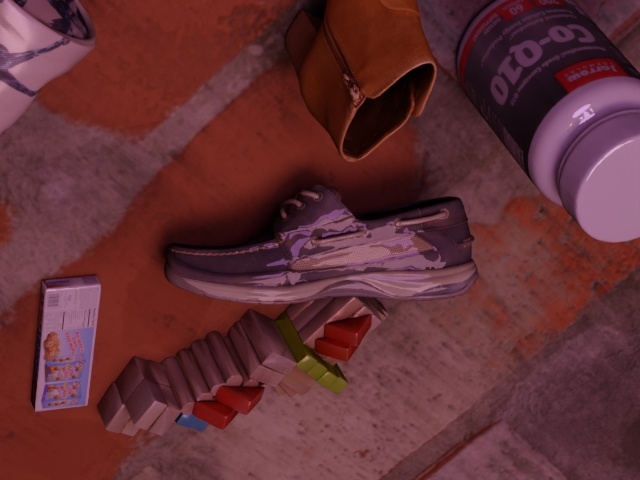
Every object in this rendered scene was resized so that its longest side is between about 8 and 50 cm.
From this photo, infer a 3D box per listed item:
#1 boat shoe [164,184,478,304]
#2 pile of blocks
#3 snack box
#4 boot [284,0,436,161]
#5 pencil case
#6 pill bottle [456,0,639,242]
[{"bbox_3d":[0.000,0.000,2.083,0.355,0.132,0.130,-1,95,-12],"label":"boat shoe"},{"bbox_3d":[-0.075,0.169,2.175,0.362,0.113,0.149,-24,132,-5],"label":"pile of blocks"},{"bbox_3d":[-0.288,0.118,2.095,0.064,0.022,0.178,-6,128,-23],"label":"snack box"},{"bbox_3d":[0.075,-0.238,1.854,0.104,0.211,0.295,15,118,-34],"label":"boot"},{"bbox_3d":[-0.385,-0.112,1.776,0.160,0.183,0.410,40,104,-12],"label":"pencil case"},{"bbox_3d":[0.271,-0.136,1.978,0.161,0.283,0.161,-13,130,-16],"label":"pill bottle"}]
